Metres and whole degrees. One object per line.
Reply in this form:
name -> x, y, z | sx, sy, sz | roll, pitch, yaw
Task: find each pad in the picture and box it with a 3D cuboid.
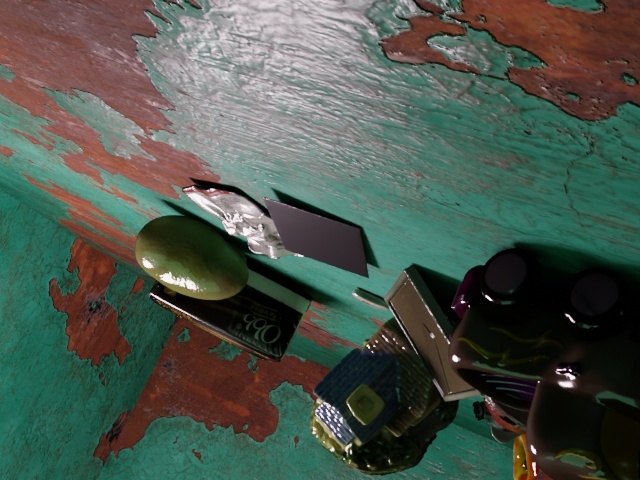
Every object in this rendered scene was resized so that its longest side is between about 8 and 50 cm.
pad -> 0.000, 0.000, 1.437 | 0.170, 0.006, 0.245 | 19, 162, 13

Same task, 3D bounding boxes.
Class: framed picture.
framed picture -> 0.195, 0.175, 1.512 | 0.241, 0.020, 0.324 | 59, 172, 11

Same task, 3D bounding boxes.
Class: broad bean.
broad bean -> -0.290, 0.039, 1.920 | 0.263, 0.189, 0.121 | 30, -153, -16

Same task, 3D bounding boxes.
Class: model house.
model house -> 0.150, 0.326, 1.774 | 0.261, 0.321, 0.266 | 44, 164, 15

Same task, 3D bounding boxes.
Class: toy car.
toy car -> 0.307, 0.178, 1.071 | 0.340, 0.240, 0.271 | 11, 160, 40

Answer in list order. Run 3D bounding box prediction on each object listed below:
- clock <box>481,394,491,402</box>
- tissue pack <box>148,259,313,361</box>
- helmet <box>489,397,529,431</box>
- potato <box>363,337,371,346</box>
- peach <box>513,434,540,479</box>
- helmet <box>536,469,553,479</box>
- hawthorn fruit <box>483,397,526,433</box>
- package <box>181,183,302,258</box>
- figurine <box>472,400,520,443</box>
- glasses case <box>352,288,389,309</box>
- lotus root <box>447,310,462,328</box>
clock -> 0.359, 0.242, 1.513 | 0.230, 0.103, 0.144 | 0, 173, 3
tissue pack -> -0.229, 0.137, 2.102 | 0.370, 0.198, 0.210 | 28, 170, -6
helmet -> 0.389, 0.216, 1.287 | 0.253, 0.154, 0.198 | 36, -154, -4
potato -> 0.169, 0.290, 2.300 | 0.120, 0.081, 0.149 | 66, 168, -23
peach -> 0.601, 0.530, 2.032 | 0.274, 0.249, 0.245 | 13, -157, -1
helmet -> 0.600, 0.520, 1.718 | 0.384, 0.338, 0.230 | -2, 150, 25
hawthorn fruit -> 0.385, 0.296, 1.680 | 0.172, 0.148, 0.148 | 49, 160, -21
package -> -0.132, -0.036, 1.563 | 0.166, 0.040, 0.232 | 3, 150, 44
figurine -> 0.422, 0.361, 1.850 | 0.192, 0.147, 0.126 | -4, 141, -12
glasses case -> 0.105, 0.124, 1.778 | 0.083, 0.021, 0.032 | 23, 166, 12
lotus root -> 0.254, 0.171, 1.533 | 0.088, 0.088, 0.165 | 23, 161, 13
